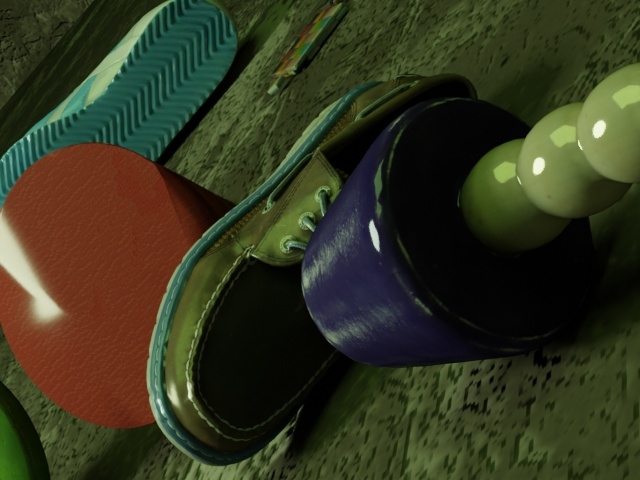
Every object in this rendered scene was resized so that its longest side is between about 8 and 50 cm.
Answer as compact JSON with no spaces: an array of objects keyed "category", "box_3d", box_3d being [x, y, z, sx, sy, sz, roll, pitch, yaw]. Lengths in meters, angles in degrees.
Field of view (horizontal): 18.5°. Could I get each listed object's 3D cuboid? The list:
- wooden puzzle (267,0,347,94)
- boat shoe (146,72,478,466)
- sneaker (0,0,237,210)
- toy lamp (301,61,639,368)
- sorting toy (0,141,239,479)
[{"category":"wooden puzzle","box_3d":[-0.006,-0.120,1.184,0.083,0.006,0.049,-54,13,-12]},{"category":"boat shoe","box_3d":[0.000,0.000,0.713,0.066,0.066,0.183,-31,24,53]},{"category":"sneaker","box_3d":[-0.143,-0.081,1.395,0.228,0.087,0.092,-42,7,8]},{"category":"toy lamp","box_3d":[0.086,-0.030,0.492,0.274,0.080,0.080,-32,23,52]},{"category":"sorting toy","box_3d":[-0.133,0.086,0.927,0.365,0.127,0.126,-46,-15,31]}]
